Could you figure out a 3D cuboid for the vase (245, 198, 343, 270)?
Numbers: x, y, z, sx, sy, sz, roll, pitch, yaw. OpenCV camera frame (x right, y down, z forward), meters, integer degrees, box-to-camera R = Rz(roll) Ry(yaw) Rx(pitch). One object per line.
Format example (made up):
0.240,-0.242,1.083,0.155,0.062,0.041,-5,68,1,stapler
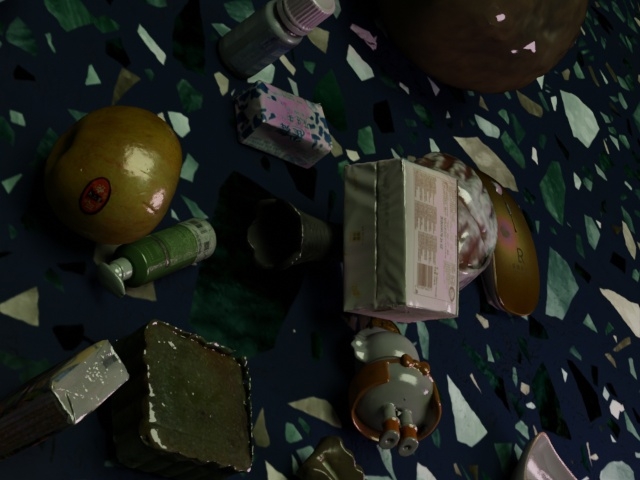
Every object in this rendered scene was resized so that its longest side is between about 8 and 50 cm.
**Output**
0.000,0.000,1.941,0.237,0.115,0.115,7,60,-53,vase

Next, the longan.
0.304,-0.497,2.419,0.436,0.404,0.404,28,46,-42,longan

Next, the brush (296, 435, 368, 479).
0.063,0.411,1.766,0.084,0.071,0.301,-43,110,-38,brush

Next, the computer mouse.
0.340,-0.006,2.396,0.158,0.072,0.310,19,51,-46,computer mouse

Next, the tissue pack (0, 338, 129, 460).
-0.297,0.176,1.396,0.060,0.148,0.108,58,35,-6,tissue pack

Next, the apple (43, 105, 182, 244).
-0.265,-0.085,1.605,0.155,0.182,0.182,23,47,-22,apple

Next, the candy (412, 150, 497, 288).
0.201,-0.030,2.161,0.214,0.157,0.289,41,36,-11,candy

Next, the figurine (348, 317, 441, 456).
0.108,0.204,1.890,0.143,0.143,0.271,37,41,-29,figurine

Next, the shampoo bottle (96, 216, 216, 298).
-0.219,0.023,1.679,0.204,0.065,0.065,-25,86,-55,shampoo bottle

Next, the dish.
0.389,0.447,2.124,0.212,0.077,0.151,49,38,-16,dish

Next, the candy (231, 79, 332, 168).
-0.059,-0.186,2.021,0.160,0.073,0.092,19,50,-44,candy

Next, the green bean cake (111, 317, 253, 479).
-0.176,0.206,1.572,0.181,0.094,0.173,24,49,-42,green bean cake

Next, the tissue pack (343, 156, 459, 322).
0.125,0.004,1.934,0.185,0.124,0.225,16,71,-57,tissue pack

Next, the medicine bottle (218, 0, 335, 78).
-0.069,-0.336,2.002,0.083,0.203,0.083,29,47,-36,medicine bottle
